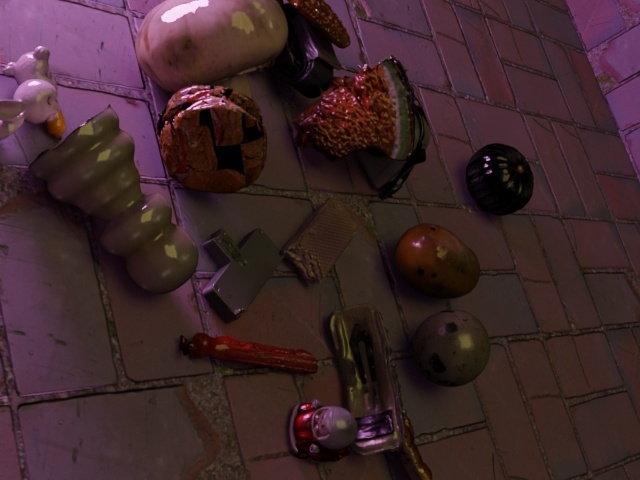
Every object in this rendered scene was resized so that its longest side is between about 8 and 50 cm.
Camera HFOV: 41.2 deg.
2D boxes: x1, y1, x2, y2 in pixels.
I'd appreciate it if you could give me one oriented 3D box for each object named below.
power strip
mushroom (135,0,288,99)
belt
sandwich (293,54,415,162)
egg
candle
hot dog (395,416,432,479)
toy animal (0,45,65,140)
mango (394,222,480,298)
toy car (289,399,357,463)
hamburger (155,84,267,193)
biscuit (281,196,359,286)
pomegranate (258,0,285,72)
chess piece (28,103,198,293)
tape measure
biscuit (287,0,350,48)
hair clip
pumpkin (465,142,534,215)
[{"bbox_3d":[-0.166,0.044,1.694,0.145,0.061,0.215,49,40,-14],"label":"power strip"},{"bbox_3d":[-0.210,-0.357,1.767,0.314,0.315,0.335,-33,118,-51],"label":"mushroom"},{"bbox_3d":[-0.053,-0.461,2.045,0.126,0.140,0.230,27,41,-54],"label":"belt"},{"bbox_3d":[0.078,-0.286,2.031,0.301,0.162,0.250,-16,97,-7],"label":"sandwich"},{"bbox_3d":[0.310,0.246,1.987,0.177,0.177,0.228,62,30,3],"label":"egg"},{"bbox_3d":[-0.129,0.217,1.640,0.329,0.048,0.051,16,69,-41],"label":"candle"},{"bbox_3d":[0.187,0.445,1.804,0.108,0.059,0.191,50,15,-88],"label":"hot dog"},{"bbox_3d":[-0.515,-0.236,1.493,0.127,0.131,0.181,2,53,-11],"label":"toy animal"},{"bbox_3d":[0.299,0.060,2.114,0.329,0.176,0.176,31,67,-55],"label":"mango"},{"bbox_3d":[0.021,0.368,1.652,0.139,0.112,0.112,27,49,-33],"label":"toy car"},{"bbox_3d":[-0.213,-0.193,1.669,0.231,0.231,0.106,34,23,-28],"label":"hamburger"},{"bbox_3d":[0.000,0.000,1.900,0.108,0.062,0.239,49,39,-10],"label":"biscuit"},{"bbox_3d":[-0.158,-0.509,1.973,0.210,0.179,0.179,54,33,-47],"label":"pomegranate"},{"bbox_3d":[-0.340,-0.052,1.496,0.330,0.182,0.182,55,39,-14],"label":"chess piece"},{"bbox_3d":[0.189,-0.252,2.148,0.115,0.207,0.235,-20,80,-55],"label":"tape measure"},{"bbox_3d":[-0.032,-0.578,2.037,0.305,0.038,0.305,42,19,-18],"label":"biscuit"},{"bbox_3d":[0.103,0.293,1.791,0.091,0.138,0.321,51,27,-62],"label":"hair clip"},{"bbox_3d":[0.526,-0.178,2.492,0.221,0.162,0.220,20,57,-33],"label":"pumpkin"}]
